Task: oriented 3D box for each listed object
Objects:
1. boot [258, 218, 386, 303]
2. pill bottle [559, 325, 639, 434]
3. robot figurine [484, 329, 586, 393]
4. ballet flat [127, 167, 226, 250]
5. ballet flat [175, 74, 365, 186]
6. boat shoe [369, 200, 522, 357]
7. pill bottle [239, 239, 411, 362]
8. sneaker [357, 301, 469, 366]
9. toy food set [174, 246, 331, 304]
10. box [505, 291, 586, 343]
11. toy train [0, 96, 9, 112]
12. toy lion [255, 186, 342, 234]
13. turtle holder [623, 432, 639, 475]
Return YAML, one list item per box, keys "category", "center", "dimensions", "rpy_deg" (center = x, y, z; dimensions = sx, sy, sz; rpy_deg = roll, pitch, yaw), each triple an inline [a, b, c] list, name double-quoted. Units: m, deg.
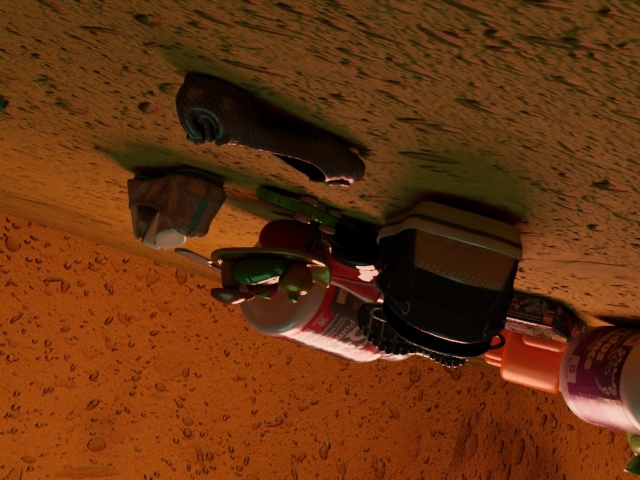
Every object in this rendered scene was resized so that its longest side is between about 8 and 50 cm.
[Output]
- category: "boot"
  center: [0.000, 0.000, 1.978]
  dimensions: [0.244, 0.088, 0.176]
  rpy_deg: [21, 162, 27]
- category: "pill bottle"
  center: [0.511, 0.219, 2.169]
  dimensions: [0.169, 0.169, 0.301]
  rpy_deg: [18, 173, -18]
- category: "robot figurine"
  center: [0.406, 0.206, 2.509]
  dimensions: [0.219, 0.158, 0.128]
  rpy_deg: [14, -146, 16]
- category: "ballet flat"
  center: [-0.219, -0.041, 1.970]
  dimensions: [0.107, 0.106, 0.316]
  rpy_deg: [18, 174, -16]
- category: "ballet flat"
  center: [-0.047, -0.090, 1.324]
  dimensions: [0.084, 0.058, 0.250]
  rpy_deg: [12, 173, 39]
- category: "boat shoe"
  center: [0.149, 0.059, 1.720]
  dimensions: [0.187, 0.156, 0.500]
  rpy_deg: [15, 176, 2]
- category: "pill bottle"
  center: [0.033, 0.100, 2.266]
  dimensions: [0.176, 0.176, 0.318]
  rpy_deg: [10, 171, 44]
- category: "sneaker"
  center: [0.126, 0.124, 1.896]
  dimensions: [0.162, 0.063, 0.073]
  rpy_deg: [21, -164, -2]
- category: "toy food set"
  center: [-0.090, 0.060, 1.952]
  dimensions: [0.218, 0.071, 0.128]
  rpy_deg: [-1, 161, 31]
- category: "box"
  center: [0.339, 0.124, 2.321]
  dimensions: [0.159, 0.044, 0.233]
  rpy_deg: [13, 173, 24]
- category: "toy train"
  center: [-0.413, -0.171, 1.717]
  dimensions: [0.083, 0.017, 0.023]
  rpy_deg: [11, 162, 39]
- category: "toy lion"
  center: [-0.034, -0.045, 1.843]
  dimensions: [0.096, 0.034, 0.100]
  rpy_deg: [20, 178, 35]
- category: "turtle holder"
  center: [0.649, 0.310, 2.353]
  dimensions: [0.243, 0.227, 0.320]
  rpy_deg: [14, 174, 3]
